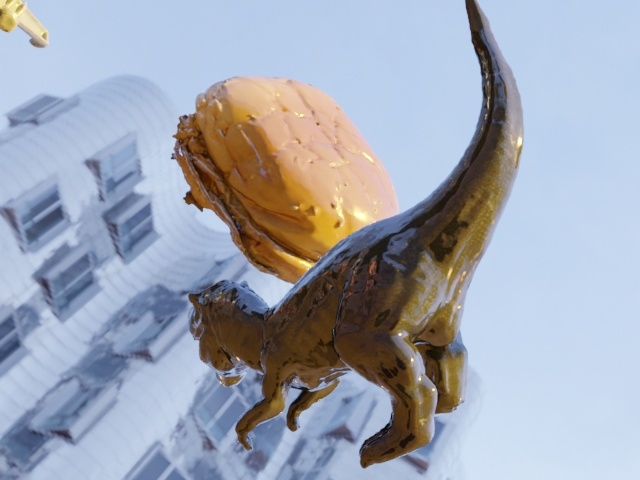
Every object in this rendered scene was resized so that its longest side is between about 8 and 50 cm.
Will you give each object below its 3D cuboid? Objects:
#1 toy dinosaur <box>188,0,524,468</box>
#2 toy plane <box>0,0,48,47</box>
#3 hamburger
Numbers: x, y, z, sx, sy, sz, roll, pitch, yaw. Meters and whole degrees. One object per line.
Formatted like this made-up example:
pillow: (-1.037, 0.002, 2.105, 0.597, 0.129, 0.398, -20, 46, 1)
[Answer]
toy dinosaur: (0.000, 0.000, 0.378, 0.187, 0.087, 0.179, -12, -88, 22)
toy plane: (-0.228, -0.207, 0.545, 0.092, 0.244, 0.229, -27, -53, -3)
hamburger: (-0.036, -0.081, 1.147, 0.318, 0.318, 0.158, 43, -59, -1)
